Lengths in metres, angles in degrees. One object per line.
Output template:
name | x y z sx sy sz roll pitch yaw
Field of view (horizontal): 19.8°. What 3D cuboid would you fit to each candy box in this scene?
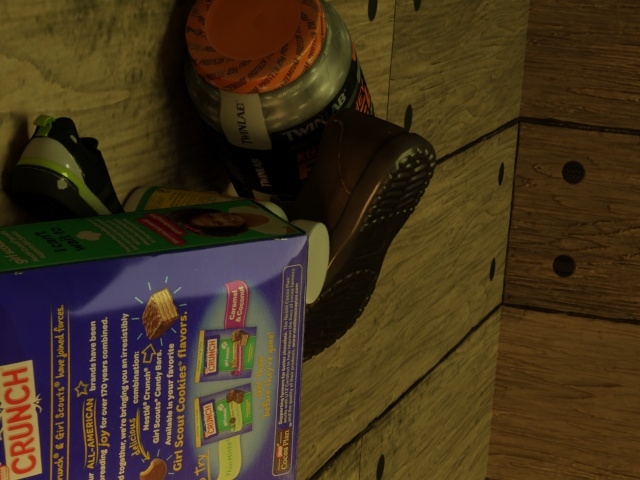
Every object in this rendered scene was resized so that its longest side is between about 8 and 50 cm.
candy box | -0.178 0.118 1.652 0.317 0.122 0.268 -8 110 -33

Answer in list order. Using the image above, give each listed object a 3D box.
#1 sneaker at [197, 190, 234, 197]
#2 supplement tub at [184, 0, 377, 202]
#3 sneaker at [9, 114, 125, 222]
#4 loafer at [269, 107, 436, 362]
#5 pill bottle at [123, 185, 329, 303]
sneaker | -0.086 0.016 2.144 0.215 0.084 0.083 26 57 -42
supplement tub | -0.042 -0.160 2.103 0.316 0.193 0.194 65 36 -59
sneaker | -0.220 -0.049 1.768 0.235 0.084 0.097 58 42 -64
loafer | 0.000 0.000 2.059 0.134 0.130 0.366 -8 138 -51
pill bottle | -0.102 0.010 1.957 0.117 0.208 0.118 8 90 -72
